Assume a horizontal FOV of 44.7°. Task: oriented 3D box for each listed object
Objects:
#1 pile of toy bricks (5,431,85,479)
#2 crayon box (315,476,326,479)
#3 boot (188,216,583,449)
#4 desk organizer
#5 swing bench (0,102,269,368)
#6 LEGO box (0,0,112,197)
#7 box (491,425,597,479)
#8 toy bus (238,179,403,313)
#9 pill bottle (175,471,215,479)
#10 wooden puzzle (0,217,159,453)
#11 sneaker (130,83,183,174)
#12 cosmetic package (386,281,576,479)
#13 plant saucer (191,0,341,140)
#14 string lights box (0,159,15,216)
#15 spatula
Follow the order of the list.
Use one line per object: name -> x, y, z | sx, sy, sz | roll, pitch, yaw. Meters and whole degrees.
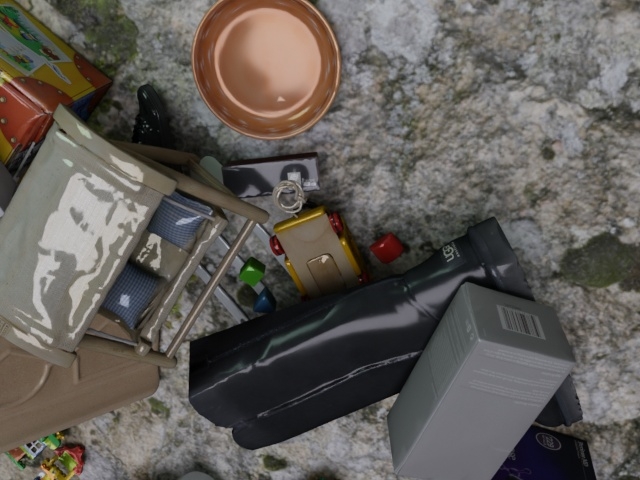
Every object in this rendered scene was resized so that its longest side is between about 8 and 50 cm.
pile of toy bricks -> -0.483, 0.323, 1.305 | 0.212, 0.118, 0.105 | 44, 81, 0
crayon box -> 0.029, 0.530, 1.285 | 0.165, 0.081, 0.278 | -37, 112, 21
boot -> 0.094, 0.195, 1.061 | 0.445, 0.146, 0.367 | -26, 121, 10
desk organizer -> -0.065, -0.090, 1.062 | 0.130, 0.050, 0.047 | -5, 106, 4
swing bench -> -0.245, 0.009, 0.942 | 0.165, 0.254, 0.253 | 38, 102, 30
LEGO box -> -0.604, -0.219, 1.031 | 0.500, 0.193, 0.372 | 40, 114, -9
box -> 0.292, 0.373, 1.095 | 0.184, 0.261, 0.103 | 18, 115, 1
toy bus -> 0.000, 0.012, 1.075 | 0.191, 0.104, 0.202 | 20, 115, -9
pill bottle -> -0.294, 0.513, 1.307 | 0.301, 0.169, 0.169 | -37, 103, 22
wooden puzzle -> -0.382, 0.107, 1.107 | 0.080, 0.322, 0.348 | 28, 123, 42
sneaker -> -0.246, -0.121, 1.067 | 0.089, 0.051, 0.170 | -22, 109, -21
cosmetic package -> 0.180, 0.180, 0.921 | 0.127, 0.107, 0.238 | 16, 126, -14
plant saucer -> -0.069, -0.232, 1.021 | 0.200, 0.037, 0.200 | 3, 114, 8
string lights box -> -0.510, -0.056, 0.897 | 0.259, 0.077, 0.133 | -18, 128, 4
spatula -> -0.140, 0.008, 1.146 | 0.168, 0.019, 0.242 | -35, 103, 20
